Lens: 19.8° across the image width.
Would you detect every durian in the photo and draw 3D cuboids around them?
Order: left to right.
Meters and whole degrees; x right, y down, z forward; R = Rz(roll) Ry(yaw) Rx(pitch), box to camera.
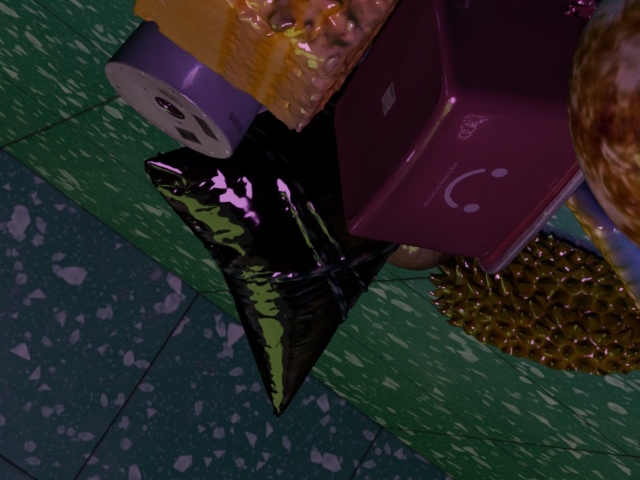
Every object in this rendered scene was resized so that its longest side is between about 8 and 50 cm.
[{"bbox_3d":[0.288,0.086,2.309,0.352,0.158,0.169,21,173,27],"label":"durian"}]

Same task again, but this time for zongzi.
[{"bbox_3d":[0.000,0.000,2.105,0.319,0.383,0.362,21,130,49],"label":"zongzi"}]

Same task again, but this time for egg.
[{"bbox_3d":[0.316,-0.094,1.445,0.238,0.238,0.289,21,137,39],"label":"egg"}]

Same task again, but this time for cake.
[{"bbox_3d":[-0.054,-0.284,1.684,0.286,0.222,0.227,37,164,1],"label":"cake"}]

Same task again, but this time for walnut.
[{"bbox_3d":[0.117,-0.031,2.309,0.140,0.140,0.162,35,176,-9],"label":"walnut"}]

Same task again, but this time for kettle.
[{"bbox_3d":[-0.081,-0.212,1.929,0.160,0.243,0.210,25,161,33],"label":"kettle"}]

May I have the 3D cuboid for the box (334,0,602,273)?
[{"bbox_3d":[0.133,-0.116,1.666,0.167,0.193,0.294,8,147,-19],"label":"box"}]

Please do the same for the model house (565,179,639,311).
[{"bbox_3d":[0.355,-0.024,1.714,0.303,0.215,0.237,27,166,40],"label":"model house"}]
